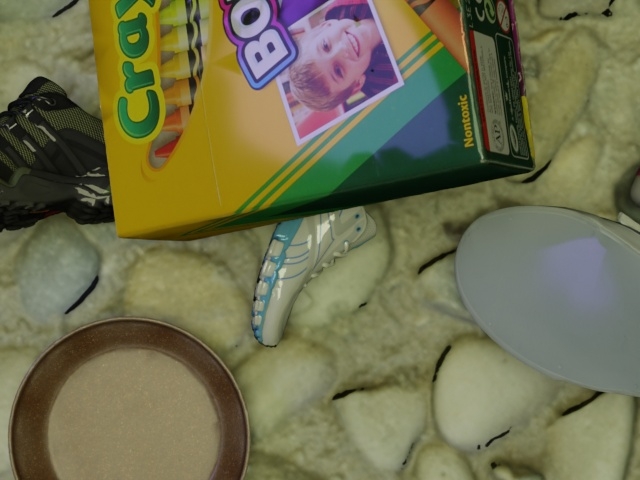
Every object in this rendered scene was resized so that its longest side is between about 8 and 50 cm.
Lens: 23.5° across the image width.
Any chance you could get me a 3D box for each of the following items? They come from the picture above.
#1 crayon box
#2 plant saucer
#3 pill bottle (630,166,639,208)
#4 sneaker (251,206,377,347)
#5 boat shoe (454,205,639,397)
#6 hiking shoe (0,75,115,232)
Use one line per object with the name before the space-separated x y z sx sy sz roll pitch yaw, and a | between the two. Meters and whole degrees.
crayon box | -0.024 -0.202 1.147 0.313 0.106 0.363 -11 83 29
plant saucer | -0.154 0.160 1.259 0.198 0.036 0.199 0 89 1
pill bottle | 0.369 -0.124 1.178 0.160 0.160 0.283 26 91 2
sneaker | 0.000 0.000 1.240 0.082 0.071 0.191 18 91 -4
boat shoe | 0.290 0.058 1.199 0.367 0.156 0.136 14 95 31
hiking shoe | -0.240 -0.070 1.223 0.226 0.086 0.114 -2 73 -29
